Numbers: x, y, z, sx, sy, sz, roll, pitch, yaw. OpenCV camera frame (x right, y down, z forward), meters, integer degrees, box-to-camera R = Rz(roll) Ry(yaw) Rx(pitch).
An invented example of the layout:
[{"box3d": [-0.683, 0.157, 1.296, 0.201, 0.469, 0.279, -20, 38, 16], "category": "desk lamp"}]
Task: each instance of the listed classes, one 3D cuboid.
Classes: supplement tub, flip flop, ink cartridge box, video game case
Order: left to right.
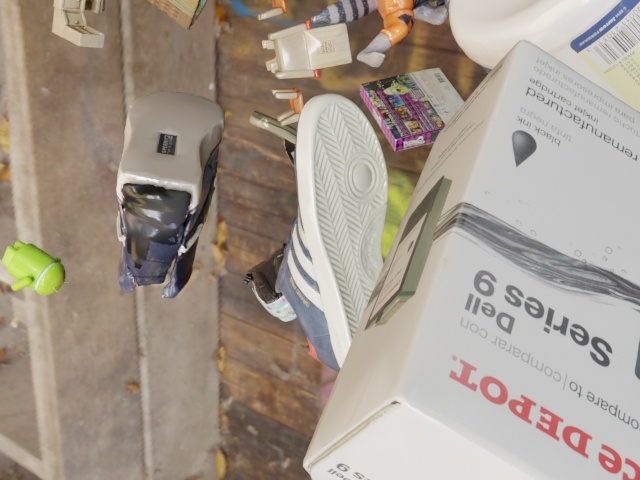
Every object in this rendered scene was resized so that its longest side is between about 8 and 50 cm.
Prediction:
[{"box3d": [-0.042, -0.192, 1.868, 0.277, 0.112, 0.080, 26, 90, -27], "category": "flip flop"}, {"box3d": [0.230, -0.314, 2.012, 0.210, 0.232, 0.042, -14, 137, -13], "category": "video game case"}, {"box3d": [0.146, 0.050, 0.513, 0.121, 0.211, 0.289, -51, -169, 51], "category": "ink cartridge box"}, {"box3d": [0.311, -0.194, 0.839, 0.324, 0.235, 0.235, 33, 76, -30], "category": "supplement tub"}]

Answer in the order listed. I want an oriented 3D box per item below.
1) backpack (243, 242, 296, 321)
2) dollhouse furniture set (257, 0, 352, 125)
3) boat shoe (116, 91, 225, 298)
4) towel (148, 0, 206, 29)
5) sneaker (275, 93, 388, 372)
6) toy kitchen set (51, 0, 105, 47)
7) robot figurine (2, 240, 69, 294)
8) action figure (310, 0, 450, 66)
[{"box3d": [-0.098, 0.114, 2.145, 0.152, 0.182, 0.115, -41, 123, 8], "category": "backpack"}, {"box3d": [-0.032, -0.357, 1.599, 0.259, 0.135, 0.262, -119, -162, -74], "category": "dollhouse furniture set"}, {"box3d": [-0.195, -0.066, 1.066, 0.341, 0.127, 0.158, -88, -171, -62], "category": "boat shoe"}, {"box3d": [-0.217, -0.362, 0.900, 0.271, 0.370, 0.040, 36, 79, -11], "category": "towel"}, {"box3d": [0.000, 0.000, 1.034, 0.131, 0.148, 0.350, -17, 106, -38], "category": "sneaker"}, {"box3d": [-0.286, -0.293, 1.072, 0.068, 0.075, 0.083, -8, 120, -44], "category": "toy kitchen set"}, {"box3d": [-0.496, 0.050, 1.487, 0.067, 0.115, 0.101, -58, 178, 25], "category": "robot figurine"}, {"box3d": [0.115, -0.490, 1.520, 0.330, 0.178, 0.341, -40, 107, -50], "category": "action figure"}]
